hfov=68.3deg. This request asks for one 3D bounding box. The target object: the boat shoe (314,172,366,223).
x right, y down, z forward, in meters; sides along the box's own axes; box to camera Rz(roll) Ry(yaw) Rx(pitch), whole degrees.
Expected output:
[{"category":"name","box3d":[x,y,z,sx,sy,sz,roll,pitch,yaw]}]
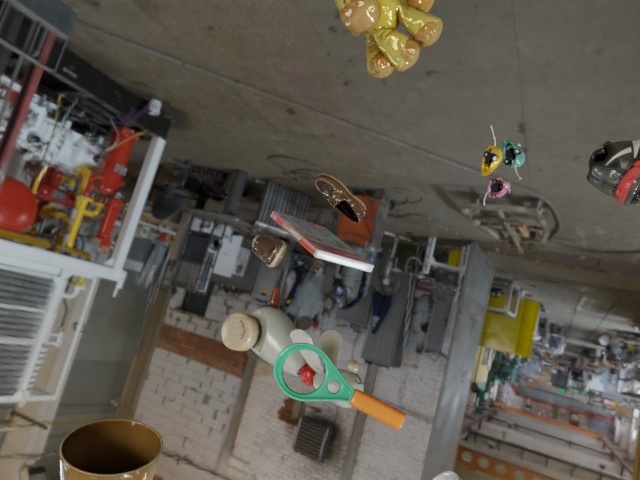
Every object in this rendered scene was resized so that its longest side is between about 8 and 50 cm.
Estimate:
[{"category":"boat shoe","box3d":[0.064,-0.138,1.558,0.207,0.073,0.073,36,141,-11]}]

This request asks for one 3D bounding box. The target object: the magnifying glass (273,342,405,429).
[{"category":"magnifying glass","box3d":[0.030,0.246,0.780,0.231,0.092,0.026,26,166,3]}]

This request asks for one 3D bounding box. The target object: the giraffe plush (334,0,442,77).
[{"category":"giraffe plush","box3d":[0.096,-0.426,0.863,0.181,0.210,0.171,-40,152,29]}]

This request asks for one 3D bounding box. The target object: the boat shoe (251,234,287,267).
[{"category":"boat shoe","box3d":[-0.182,0.027,1.550,0.095,0.095,0.257,30,173,-15]}]

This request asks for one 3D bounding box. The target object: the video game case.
[{"category":"video game case","box3d":[0.000,0.000,1.355,0.204,0.025,0.285,17,-166,-36]}]

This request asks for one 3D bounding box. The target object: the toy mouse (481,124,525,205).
[{"category":"toy mouse","box3d":[0.364,-0.137,0.926,0.031,0.160,0.143,5,-163,-14]}]

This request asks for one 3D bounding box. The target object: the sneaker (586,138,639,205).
[{"category":"sneaker","box3d":[0.684,-0.182,1.046,0.135,0.276,0.097,32,143,34]}]

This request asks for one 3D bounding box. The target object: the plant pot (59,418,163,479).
[{"category":"plant pot","box3d":[-0.541,0.627,1.188,0.237,0.254,0.237,13,-173,-2]}]

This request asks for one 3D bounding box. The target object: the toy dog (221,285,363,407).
[{"category":"toy dog","box3d":[-0.043,0.212,1.024,0.334,0.160,0.220,23,178,11]}]

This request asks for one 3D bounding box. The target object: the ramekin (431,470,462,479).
[{"category":"ramekin","box3d":[0.339,0.788,1.276,0.135,0.277,0.277,39,173,6]}]
